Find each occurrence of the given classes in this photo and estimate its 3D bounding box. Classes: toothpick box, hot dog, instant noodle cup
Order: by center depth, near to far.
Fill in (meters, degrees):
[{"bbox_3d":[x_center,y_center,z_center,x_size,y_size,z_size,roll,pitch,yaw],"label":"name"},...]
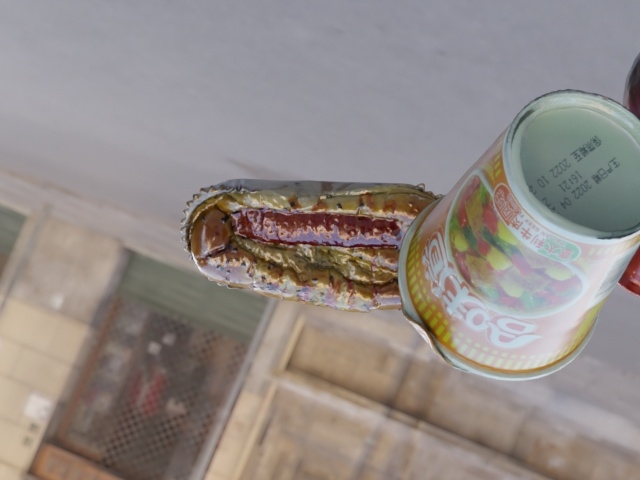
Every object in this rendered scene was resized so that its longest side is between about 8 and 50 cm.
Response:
[{"bbox_3d":[0.154,-0.009,1.117,0.168,0.168,0.185,23,149,-1],"label":"instant noodle cup"},{"bbox_3d":[0.000,0.000,1.427,0.253,0.131,0.069,6,-158,-4],"label":"hot dog"},{"bbox_3d":[0.363,0.021,1.751,0.047,0.083,0.047,25,-156,-12],"label":"toothpick box"}]

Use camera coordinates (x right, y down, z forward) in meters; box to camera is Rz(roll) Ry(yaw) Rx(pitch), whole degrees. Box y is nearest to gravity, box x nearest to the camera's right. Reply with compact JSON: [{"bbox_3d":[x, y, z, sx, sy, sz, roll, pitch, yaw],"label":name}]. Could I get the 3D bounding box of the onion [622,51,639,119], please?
[{"bbox_3d":[0.417,-0.124,1.459,0.281,0.281,0.221,19,156,31],"label":"onion"}]
